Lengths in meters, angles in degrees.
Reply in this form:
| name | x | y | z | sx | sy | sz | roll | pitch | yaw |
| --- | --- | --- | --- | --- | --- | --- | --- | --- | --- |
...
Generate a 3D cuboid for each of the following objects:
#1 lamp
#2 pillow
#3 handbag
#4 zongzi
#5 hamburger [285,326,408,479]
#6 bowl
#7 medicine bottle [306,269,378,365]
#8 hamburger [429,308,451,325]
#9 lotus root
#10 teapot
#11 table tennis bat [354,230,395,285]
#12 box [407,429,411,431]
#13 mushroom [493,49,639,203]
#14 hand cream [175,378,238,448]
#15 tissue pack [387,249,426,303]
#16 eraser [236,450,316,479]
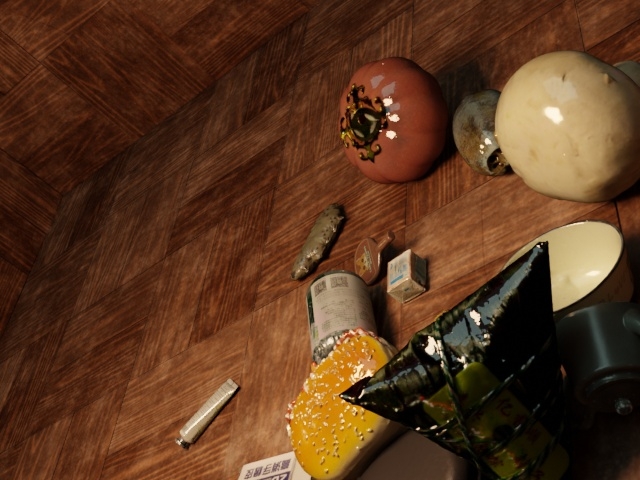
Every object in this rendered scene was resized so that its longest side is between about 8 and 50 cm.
| name | x | y | z | sx | sy | sz | roll | pitch | yaw |
| --- | --- | --- | --- | --- | --- | --- | --- | --- | --- |
| lamp | 0.185 | -0.286 | 2.282 | 0.305 | 0.240 | 0.305 | 19 | 115 | 50 |
| pillow | 0.001 | -0.001 | 2.388 | 0.093 | 0.051 | 0.241 | -7 | 47 | 51 |
| handbag | 0.147 | 0.443 | 1.596 | 0.308 | 0.093 | 0.254 | -49 | 29 | 1 |
| zongzi | 0.280 | 0.180 | 1.434 | 0.362 | 0.383 | 0.319 | -48 | 32 | 17 |
| hamburger | 0.051 | 0.306 | 1.746 | 0.295 | 0.151 | 0.227 | -52 | 32 | 21 |
| bowl | 0.417 | 0.086 | 1.594 | 0.238 | 0.126 | 0.237 | -29 | 24 | 15 |
| medicine bottle | 0.048 | 0.197 | 1.984 | 0.141 | 0.141 | 0.293 | -38 | 30 | 19 |
| hamburger | 0.226 | 0.198 | 1.768 | 0.147 | 0.083 | 0.138 | -57 | 1 | -6 |
| lotus root | 0.364 | -0.259 | 2.105 | 0.158 | 0.140 | 0.322 | -39 | 27 | 18 |
| teapot | 0.439 | 0.202 | 1.449 | 0.239 | 0.163 | 0.149 | 123 | 151 | -44 |
| table tennis bat | 0.163 | 0.035 | 2.166 | 0.170 | 0.119 | 0.107 | -51 | 45 | 48 |
| box | 0.126 | 0.364 | 1.798 | 0.087 | 0.023 | 0.155 | -42 | 29 | 7 |
| mushroom | 0.505 | -0.239 | 1.783 | 0.336 | 0.314 | 0.314 | -40 | 21 | -31 |
| hand cream | -0.269 | 0.412 | 2.279 | 0.194 | 0.042 | 0.067 | -48 | 20 | -8 |
| tissue pack | 0.182 | 0.077 | 2.030 | 0.074 | 0.059 | 0.094 | -33 | 32 | 30 |
| eraser | -0.076 | 0.486 | 1.883 | 0.210 | 0.068 | 0.124 | -24 | 34 | 36 |
